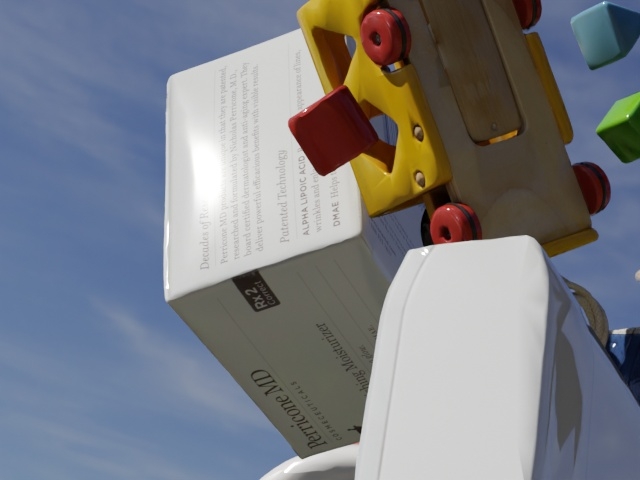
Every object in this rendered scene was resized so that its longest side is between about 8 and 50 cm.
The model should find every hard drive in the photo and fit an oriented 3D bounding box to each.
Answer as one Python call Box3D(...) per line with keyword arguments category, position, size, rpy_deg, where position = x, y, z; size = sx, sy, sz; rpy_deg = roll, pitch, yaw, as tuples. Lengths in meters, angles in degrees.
Box3D(category="hard drive", position=(0.091, 0.188, 0.454), size=(0.047, 0.233, 0.353), rpy_deg=(-7, -34, 26))

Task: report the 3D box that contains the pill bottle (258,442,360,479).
Box3D(category="pill bottle", position=(0.054, 0.271, 1.395), size=(0.224, 0.224, 0.392), rpy_deg=(13, -1, 10))

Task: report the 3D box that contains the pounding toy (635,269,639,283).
Box3D(category="pounding toy", position=(0.325, 0.054, 1.247), size=(0.206, 0.094, 0.181), rpy_deg=(48, 4, -44))

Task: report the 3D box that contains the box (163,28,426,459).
Box3D(category="box", position=(0.000, 0.000, 0.973), size=(0.119, 0.182, 0.181), rpy_deg=(-19, -43, 17))

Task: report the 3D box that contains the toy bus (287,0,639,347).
Box3D(category="toy bus", position=(0.065, -0.050, 0.831), size=(0.191, 0.202, 0.104), rpy_deg=(32, -26, -20))

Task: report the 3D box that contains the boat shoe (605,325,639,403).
Box3D(category="boat shoe", position=(0.174, 0.080, 0.836), size=(0.066, 0.066, 0.183), rpy_deg=(30, -11, -35))
